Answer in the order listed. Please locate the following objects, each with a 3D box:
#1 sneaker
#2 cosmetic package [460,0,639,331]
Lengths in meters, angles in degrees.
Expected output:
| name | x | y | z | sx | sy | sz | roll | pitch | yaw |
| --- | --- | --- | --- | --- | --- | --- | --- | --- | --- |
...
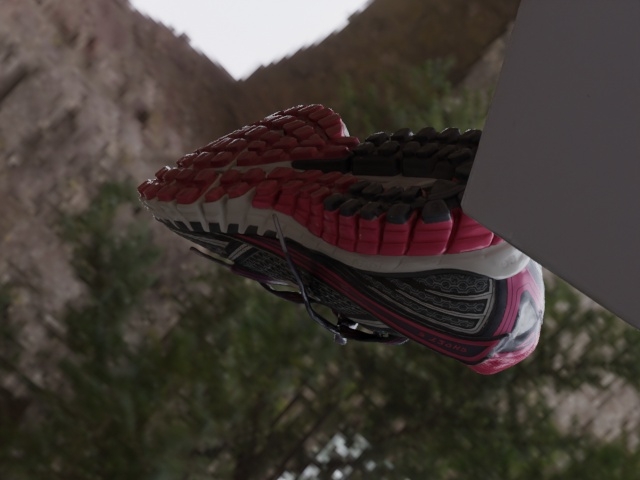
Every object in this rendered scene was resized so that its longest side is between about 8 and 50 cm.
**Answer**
| name | x | y | z | sx | sy | sz | roll | pitch | yaw |
| --- | --- | --- | --- | --- | --- | --- | --- | --- | --- |
| sneaker | 0.000 | 0.000 | 0.875 | 0.121 | 0.112 | 0.299 | -32 | -152 | -27 |
| cosmetic package | 0.210 | -0.038 | 0.500 | 0.224 | 0.138 | 0.224 | 35 | -140 | 31 |
